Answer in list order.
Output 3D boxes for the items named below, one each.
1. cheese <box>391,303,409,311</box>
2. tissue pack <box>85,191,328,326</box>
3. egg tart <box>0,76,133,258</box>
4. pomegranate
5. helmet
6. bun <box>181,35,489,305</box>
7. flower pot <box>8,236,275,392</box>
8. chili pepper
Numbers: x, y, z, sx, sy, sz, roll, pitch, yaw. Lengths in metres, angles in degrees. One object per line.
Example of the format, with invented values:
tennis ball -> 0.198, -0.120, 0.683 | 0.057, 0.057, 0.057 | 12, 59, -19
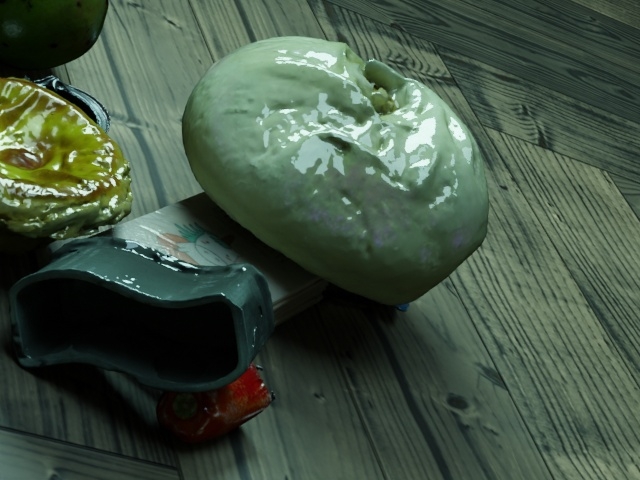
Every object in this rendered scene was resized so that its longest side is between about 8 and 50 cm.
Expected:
cheese -> 0.000, 0.000, 2.110 | 0.245, 0.052, 0.135 | 29, 25, -8
tissue pack -> -0.118, 0.034, 1.891 | 0.170, 0.071, 0.325 | 36, 25, 13
egg tart -> -0.324, -0.070, 1.794 | 0.295, 0.116, 0.295 | 22, 25, -10
pomegranate -> -0.358, -0.289, 2.109 | 0.225, 0.187, 0.187 | 1, 27, 4
helmet -> -0.294, -0.126, 1.981 | 0.123, 0.070, 0.098 | 6, 42, -56
bun -> 0.034, -0.093, 1.979 | 0.361, 0.213, 0.361 | 31, 17, -11
flower pot -> -0.160, 0.066, 1.659 | 0.229, 0.103, 0.108 | 8, 19, 12
chili pepper -> -0.104, 0.147, 1.709 | 0.070, 0.073, 0.123 | -4, 7, 30
